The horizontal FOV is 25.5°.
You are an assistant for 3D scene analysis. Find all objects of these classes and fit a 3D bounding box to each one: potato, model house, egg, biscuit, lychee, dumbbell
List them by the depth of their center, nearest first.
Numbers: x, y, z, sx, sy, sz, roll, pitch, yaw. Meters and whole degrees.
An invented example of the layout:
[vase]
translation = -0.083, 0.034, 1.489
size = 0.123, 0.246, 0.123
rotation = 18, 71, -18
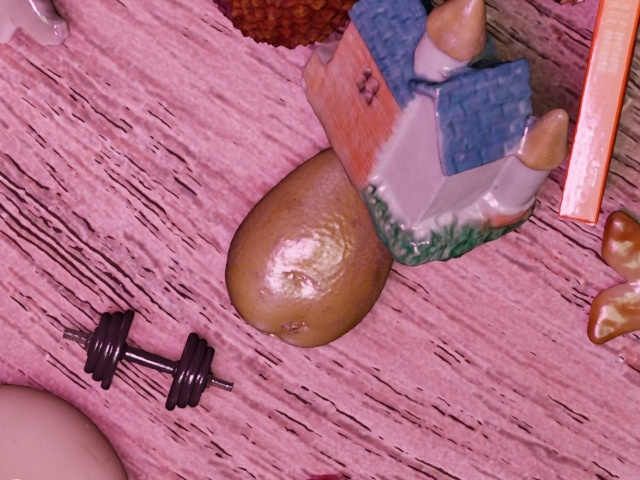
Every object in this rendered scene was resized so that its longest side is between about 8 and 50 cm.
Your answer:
[model house]
translation = 0.144, -0.165, 1.457
size = 0.194, 0.325, 0.267
rotation = -18, 69, -21
[lychee]
translation = -0.026, -0.331, 1.524
size = 0.271, 0.271, 0.271
rotation = 0, 100, -2
[potato]
translation = 0.000, 0.000, 1.620
size = 0.174, 0.159, 0.251
rotation = 32, 85, -35
[egg]
translation = -0.341, 0.286, 1.625
size = 0.219, 0.219, 0.269
rotation = -44, 85, 6
[dumbbell]
translation = -0.202, 0.141, 1.664
size = 0.208, 0.099, 0.099
rotation = 19, 99, -5
[biscuit]
translation = 0.431, 0.057, 1.699
size = 0.207, 0.047, 0.164
rotation = 8, 99, -4

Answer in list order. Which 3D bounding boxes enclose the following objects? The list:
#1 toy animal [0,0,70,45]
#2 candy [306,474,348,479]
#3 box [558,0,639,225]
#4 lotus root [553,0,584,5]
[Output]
[toy animal]
translation = -0.300, -0.387, 1.556
size = 0.266, 0.188, 0.308
rotation = -15, 113, 22
[candy]
translation = 0.010, 0.340, 1.736
size = 0.103, 0.043, 0.103
rotation = 0, 100, -2
[box]
translation = 0.311, -0.165, 1.545
size = 0.048, 0.265, 0.273
rotation = 11, 101, 10
[lotus root]
translation = 0.218, -0.366, 1.570
size = 0.257, 0.140, 0.154
rotation = 45, 89, -3
